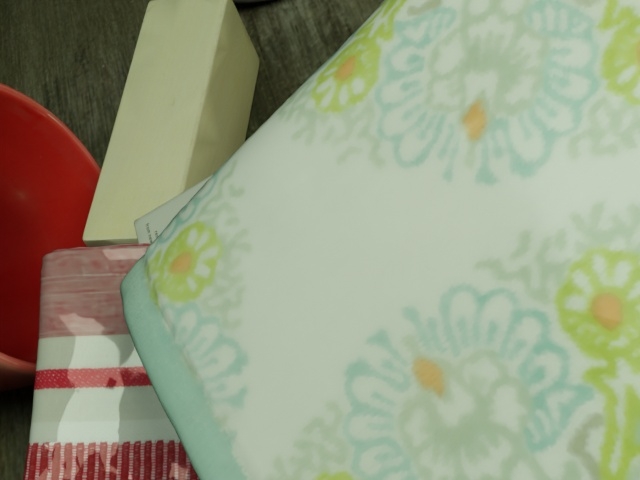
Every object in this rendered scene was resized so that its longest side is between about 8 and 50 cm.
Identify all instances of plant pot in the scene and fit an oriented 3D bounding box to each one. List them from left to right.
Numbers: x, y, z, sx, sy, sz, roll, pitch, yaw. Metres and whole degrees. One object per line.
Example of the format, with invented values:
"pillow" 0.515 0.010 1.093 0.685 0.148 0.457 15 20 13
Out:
"plant pot" -0.342 0.029 0.789 0.243 0.275 0.275 -25 52 25

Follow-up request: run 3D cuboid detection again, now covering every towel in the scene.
"towel" -0.080 0.156 0.540 0.237 0.037 0.329 -5 73 17
"towel" 0.090 0.049 0.404 0.320 0.090 0.374 -43 59 13

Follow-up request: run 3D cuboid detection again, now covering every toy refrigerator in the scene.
"toy refrigerator" -0.133 -0.093 0.833 0.094 0.102 0.269 -2 60 16

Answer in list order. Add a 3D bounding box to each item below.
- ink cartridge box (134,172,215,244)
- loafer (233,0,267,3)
"ink cartridge box" 0.000 0.000 0.676 0.219 0.160 0.092 -30 51 7
"loafer" 0.012 -0.381 0.927 0.366 0.130 0.134 -28 52 10
